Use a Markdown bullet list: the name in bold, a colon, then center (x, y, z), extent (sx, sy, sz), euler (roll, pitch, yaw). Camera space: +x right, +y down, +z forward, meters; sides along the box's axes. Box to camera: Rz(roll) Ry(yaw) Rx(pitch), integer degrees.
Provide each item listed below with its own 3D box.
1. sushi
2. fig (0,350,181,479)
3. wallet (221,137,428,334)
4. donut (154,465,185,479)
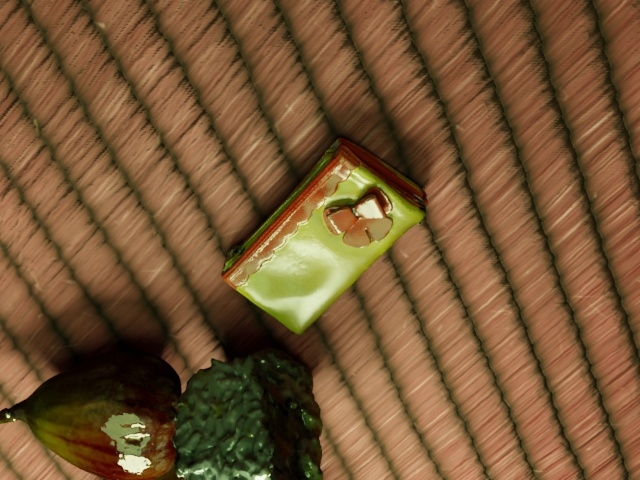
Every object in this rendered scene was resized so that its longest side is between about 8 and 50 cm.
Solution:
- **sushi**: center (-0.081, 0.262, 1.221), extent (0.139, 0.274, 0.184), euler (-25, 142, 22)
- **fig**: center (-0.310, 0.227, 1.261), extent (0.274, 0.145, 0.170), euler (-1, 112, 0)
- **wallet**: center (0.000, 0.000, 1.173), extent (0.141, 0.067, 0.241), euler (35, 116, -18)
- **donut**: center (-0.156, 0.424, 1.379), extent (0.330, 0.160, 0.330), euler (-2, 116, -5)
